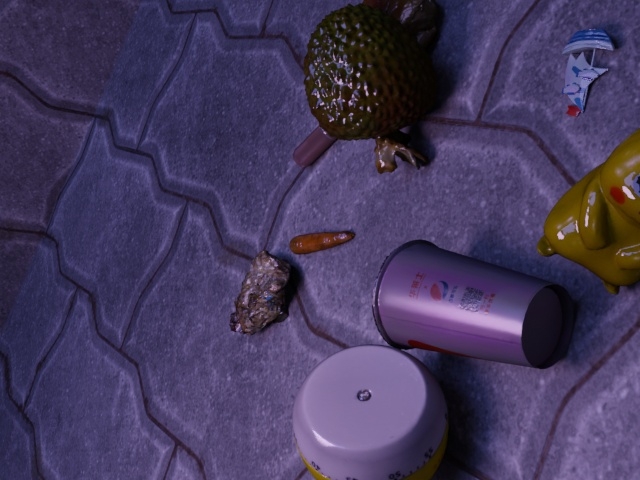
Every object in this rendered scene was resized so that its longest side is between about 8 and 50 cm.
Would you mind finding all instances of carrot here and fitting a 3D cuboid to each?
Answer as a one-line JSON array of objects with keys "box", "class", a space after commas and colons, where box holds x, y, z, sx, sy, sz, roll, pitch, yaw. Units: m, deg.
[{"box": [0.000, 0.000, 1.991, 0.191, 0.047, 0.047, -13, 64, 49], "class": "carrot"}]

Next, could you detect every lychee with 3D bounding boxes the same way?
[{"box": [0.101, -0.307, 1.804, 0.270, 0.319, 0.270, -13, 36, 10], "class": "lychee"}]

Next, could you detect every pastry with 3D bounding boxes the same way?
[{"box": [0.157, -0.467, 1.953, 0.218, 0.100, 0.228, -30, 53, 44], "class": "pastry"}]

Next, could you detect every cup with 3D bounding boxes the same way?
[{"box": [0.252, 0.113, 1.480, 0.288, 0.203, 0.203, 10, 82, 50], "class": "cup"}]

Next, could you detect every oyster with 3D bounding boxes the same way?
[{"box": [-0.139, 0.124, 2.086, 0.260, 0.092, 0.198, 0, 70, 57], "class": "oyster"}]

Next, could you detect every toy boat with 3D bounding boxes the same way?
[{"box": [0.442, -0.290, 1.545, 0.105, 0.034, 0.149, 47, 125, 49], "class": "toy boat"}]

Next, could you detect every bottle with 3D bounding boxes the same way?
[{"box": [-0.006, -0.227, 2.101, 0.140, 0.053, 0.053, -42, 43, 36], "class": "bottle"}]

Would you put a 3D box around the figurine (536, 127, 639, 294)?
[{"box": [0.456, -0.059, 1.257, 0.326, 0.218, 0.169, -53, 12, 57], "class": "figurine"}]

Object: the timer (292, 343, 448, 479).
[{"box": [0.092, 0.340, 1.561, 0.285, 0.285, 0.285, -29, 52, 44], "class": "timer"}]
